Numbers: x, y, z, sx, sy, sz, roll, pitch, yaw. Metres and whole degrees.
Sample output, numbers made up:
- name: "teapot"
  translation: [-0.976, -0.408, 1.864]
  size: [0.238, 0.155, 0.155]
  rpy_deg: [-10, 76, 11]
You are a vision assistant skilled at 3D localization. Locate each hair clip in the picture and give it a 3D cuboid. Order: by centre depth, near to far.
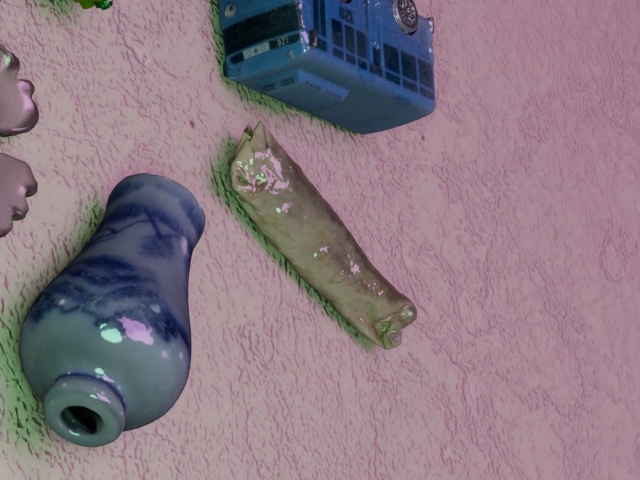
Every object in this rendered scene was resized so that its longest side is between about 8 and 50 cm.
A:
- name: "hair clip"
  translation: [-0.281, -0.154, 1.575]
  size: [0.173, 0.069, 0.300]
  rpy_deg: [6, 94, -51]

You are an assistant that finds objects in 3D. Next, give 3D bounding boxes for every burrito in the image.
- name: "burrito"
  translation: [0.000, 0.000, 1.906]
  size: [0.275, 0.059, 0.082]
  rpy_deg: [48, 50, -28]

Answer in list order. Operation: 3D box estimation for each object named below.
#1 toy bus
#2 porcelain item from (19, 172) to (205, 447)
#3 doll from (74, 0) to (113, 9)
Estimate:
- name: "toy bus"
  translation: [0.008, -0.193, 1.950]
  size: [0.234, 0.116, 0.133]
  rpy_deg: [18, 65, -49]
- name: "porcelain item"
  translation: [-0.165, 0.058, 1.617]
  size: [0.141, 0.141, 0.259]
  rpy_deg: [50, 33, -26]
- name: "doll"
  translation: [-0.234, -0.273, 1.685]
  size: [0.186, 0.106, 0.134]
  rpy_deg: [28, 72, -43]
